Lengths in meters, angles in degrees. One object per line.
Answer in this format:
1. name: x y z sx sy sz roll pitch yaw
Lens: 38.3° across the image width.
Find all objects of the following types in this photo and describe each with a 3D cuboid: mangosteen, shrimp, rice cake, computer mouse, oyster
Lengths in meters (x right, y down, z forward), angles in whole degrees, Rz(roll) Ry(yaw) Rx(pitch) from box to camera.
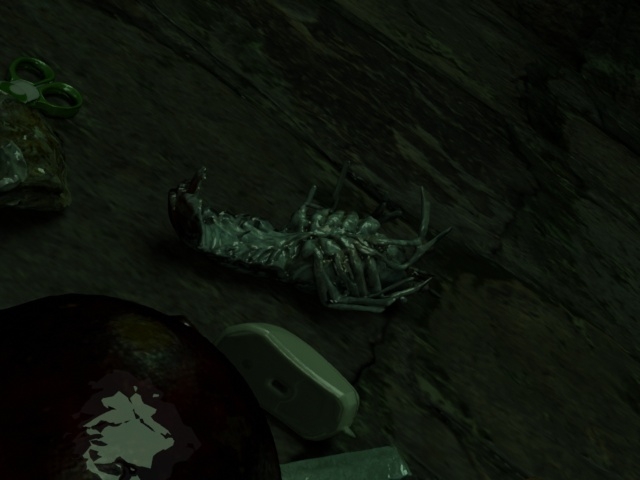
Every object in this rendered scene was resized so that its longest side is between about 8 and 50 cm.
1. mangosteen: -0.164 0.182 0.634 0.311 0.311 0.311 26 34 -19
2. shrimp: 0.001 0.003 1.149 0.411 0.166 0.221 5 45 -23
3. rice cake: -0.001 0.241 0.934 0.245 0.042 0.045 5 47 -42
4. computer mouse: -0.031 0.147 0.982 0.182 0.089 0.056 37 31 -4
5. oyster: -0.384 -0.082 0.900 0.351 0.158 0.162 12 81 -46

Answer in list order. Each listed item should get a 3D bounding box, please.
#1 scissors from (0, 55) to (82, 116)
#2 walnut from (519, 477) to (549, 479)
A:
1. scissors: -0.375 -0.170 1.108 0.101 0.027 0.204 39 30 5
2. walnut: 0.245 0.340 0.943 0.197 0.165 0.165 38 32 0
